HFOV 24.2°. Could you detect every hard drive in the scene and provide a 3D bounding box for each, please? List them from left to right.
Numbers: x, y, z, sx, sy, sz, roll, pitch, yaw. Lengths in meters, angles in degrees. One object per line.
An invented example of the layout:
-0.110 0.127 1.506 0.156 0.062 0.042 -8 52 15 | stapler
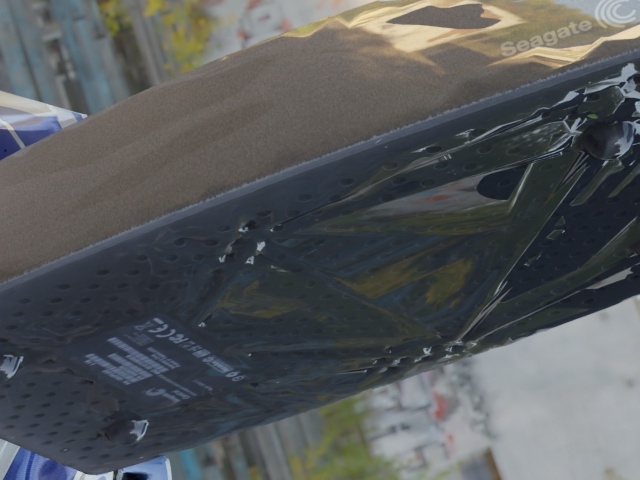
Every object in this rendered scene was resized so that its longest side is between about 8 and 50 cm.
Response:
0.000 0.000 0.457 0.172 0.255 0.054 43 30 -60 | hard drive

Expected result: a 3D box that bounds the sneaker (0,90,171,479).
-0.190 0.084 0.858 0.127 0.182 0.315 13 -58 35 | sneaker
